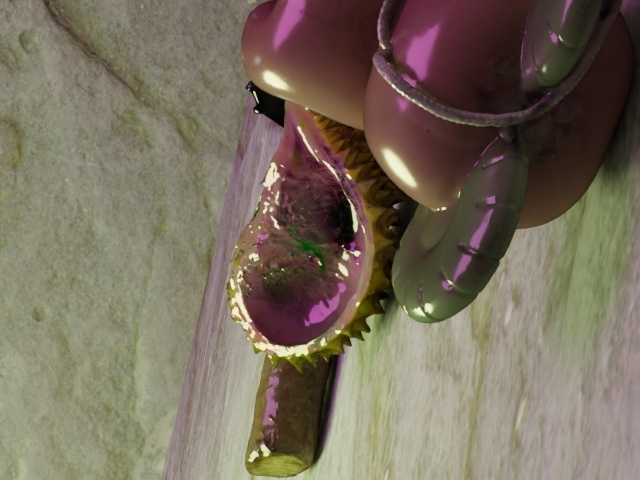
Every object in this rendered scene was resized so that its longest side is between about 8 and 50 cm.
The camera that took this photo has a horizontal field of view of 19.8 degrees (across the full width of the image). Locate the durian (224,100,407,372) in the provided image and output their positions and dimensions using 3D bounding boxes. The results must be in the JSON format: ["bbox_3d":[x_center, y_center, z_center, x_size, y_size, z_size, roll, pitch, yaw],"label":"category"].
[{"bbox_3d":[0.014,0.006,1.694,0.260,0.153,0.187,-59,40,44],"label":"durian"}]

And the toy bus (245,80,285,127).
[{"bbox_3d":[0.056,-0.283,1.822,0.162,0.171,0.386,-69,-1,-56],"label":"toy bus"}]

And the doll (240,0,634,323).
[{"bbox_3d":[0.079,-0.102,1.126,0.268,0.216,0.284,-127,54,-72],"label":"doll"}]

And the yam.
[{"bbox_3d":[-0.014,0.073,1.918,0.081,0.081,0.357,123,158,-66],"label":"yam"}]
